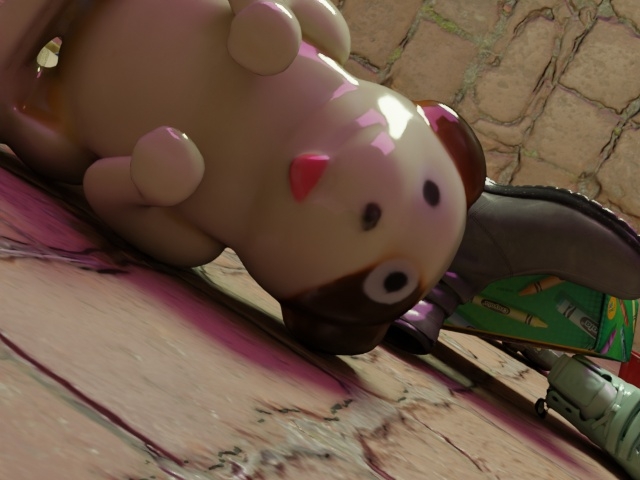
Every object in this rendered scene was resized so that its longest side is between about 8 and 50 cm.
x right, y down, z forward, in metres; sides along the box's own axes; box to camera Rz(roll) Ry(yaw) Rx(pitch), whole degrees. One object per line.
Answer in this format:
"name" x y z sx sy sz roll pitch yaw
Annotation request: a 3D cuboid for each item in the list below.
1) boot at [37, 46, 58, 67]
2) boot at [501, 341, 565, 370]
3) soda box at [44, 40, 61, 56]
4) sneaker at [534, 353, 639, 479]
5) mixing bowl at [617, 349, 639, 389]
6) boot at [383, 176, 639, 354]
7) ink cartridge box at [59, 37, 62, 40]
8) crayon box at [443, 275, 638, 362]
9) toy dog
"boot" -0.276 -0.157 1.533 0.203 0.095 0.262 28 9 -14
"boot" 0.264 0.114 2.113 0.229 0.091 0.263 35 8 -11
"soda box" -0.414 -0.274 2.092 0.181 0.058 0.061 32 4 11
"sneaker" 0.309 0.187 1.443 0.151 0.094 0.256 36 -5 -2
"mixing bowl" 0.504 0.245 2.009 0.181 0.098 0.181 30 6 -3
"boot" 0.162 0.038 1.424 0.338 0.223 0.118 23 -30 27
"ink cartridge box" -0.278 -0.307 2.263 0.285 0.166 0.395 46 -5 -34
"crayon box" 0.213 0.074 1.589 0.278 0.081 0.165 9 -5 26
"toy dog" -0.069 -0.075 1.160 0.408 0.284 0.395 33 -12 20
